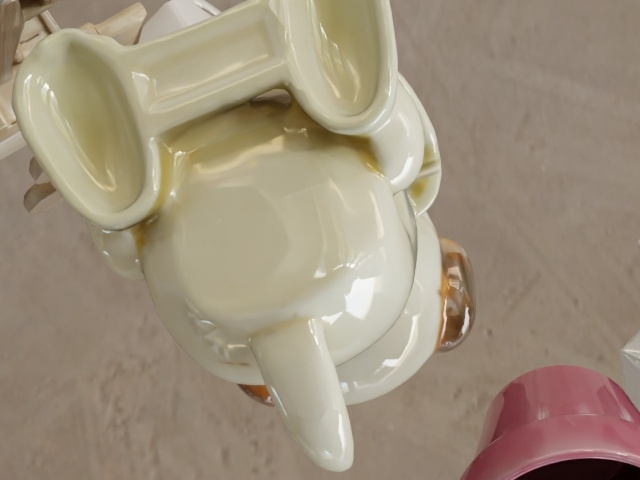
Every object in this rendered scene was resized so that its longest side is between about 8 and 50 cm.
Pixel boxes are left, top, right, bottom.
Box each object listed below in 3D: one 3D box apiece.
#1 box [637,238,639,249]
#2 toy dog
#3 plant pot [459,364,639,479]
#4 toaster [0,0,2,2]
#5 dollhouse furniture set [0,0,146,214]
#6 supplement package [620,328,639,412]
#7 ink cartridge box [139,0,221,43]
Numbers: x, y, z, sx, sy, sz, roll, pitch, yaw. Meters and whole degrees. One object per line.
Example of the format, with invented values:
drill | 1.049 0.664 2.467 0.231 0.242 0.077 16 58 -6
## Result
box | 0.403 -0.091 1.641 0.067 0.324 0.063 14 150 41
toy dog | 0.000 0.000 1.415 0.284 0.408 0.395 -30 69 2
plant pot | 0.197 0.199 1.397 0.201 0.180 0.201 1 117 1
toaster | -0.232 -0.243 1.065 0.129 0.146 0.227 3 139 23
dollhouse furniture set | -0.338 -0.174 1.559 0.256 0.394 0.362 -32 86 -15
supplement package | 0.439 0.174 1.692 0.262 0.145 0.204 28 151 34
ink cartridge box | -0.093 -0.111 1.837 0.119 0.353 0.207 -44 141 14
